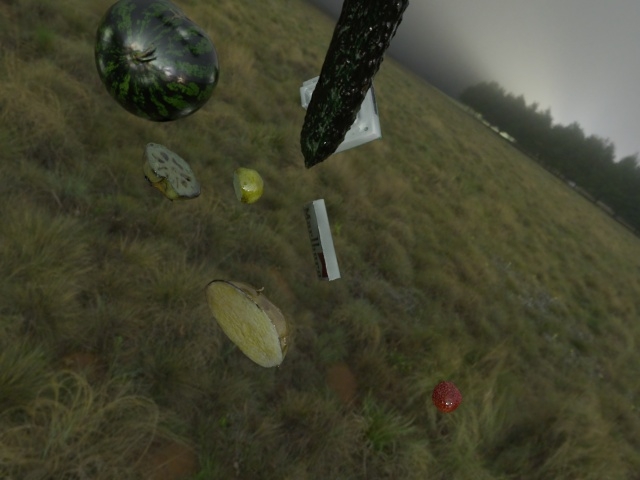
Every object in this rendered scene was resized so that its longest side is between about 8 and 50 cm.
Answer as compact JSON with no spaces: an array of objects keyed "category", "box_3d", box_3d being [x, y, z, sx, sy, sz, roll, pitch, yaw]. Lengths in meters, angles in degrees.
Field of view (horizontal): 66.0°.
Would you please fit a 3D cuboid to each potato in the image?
[{"category":"potato","box_3d":[-0.180,0.204,1.365,0.299,0.239,0.116,51,53,-6]}]

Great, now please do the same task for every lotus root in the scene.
[{"category":"lotus root","box_3d":[-0.431,-0.176,1.380,0.183,0.077,0.203,57,14,7]}]

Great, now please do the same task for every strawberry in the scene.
[{"category":"strawberry","box_3d":[0.298,0.373,1.155,0.073,0.073,0.083,33,6,1]}]

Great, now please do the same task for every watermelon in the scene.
[{"category":"watermelon","box_3d":[-0.358,-0.391,1.077,0.268,0.269,0.269,28,22,-12]}]

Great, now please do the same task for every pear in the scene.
[{"category":"pear","box_3d":[-0.268,-0.209,1.862,0.103,0.141,0.141,-7,38,-21]}]

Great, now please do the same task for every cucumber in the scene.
[{"category":"cucumber","box_3d":[0.033,-0.207,0.596,0.072,0.300,0.072,13,46,-14]}]

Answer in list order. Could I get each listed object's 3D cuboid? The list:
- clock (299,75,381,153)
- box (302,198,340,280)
[{"category":"clock","box_3d":[0.058,-0.425,1.579,0.116,0.231,0.263,11,68,-60]},{"category":"box","box_3d":[0.000,0.000,1.111,0.035,0.178,0.115,-12,0,-13]}]
